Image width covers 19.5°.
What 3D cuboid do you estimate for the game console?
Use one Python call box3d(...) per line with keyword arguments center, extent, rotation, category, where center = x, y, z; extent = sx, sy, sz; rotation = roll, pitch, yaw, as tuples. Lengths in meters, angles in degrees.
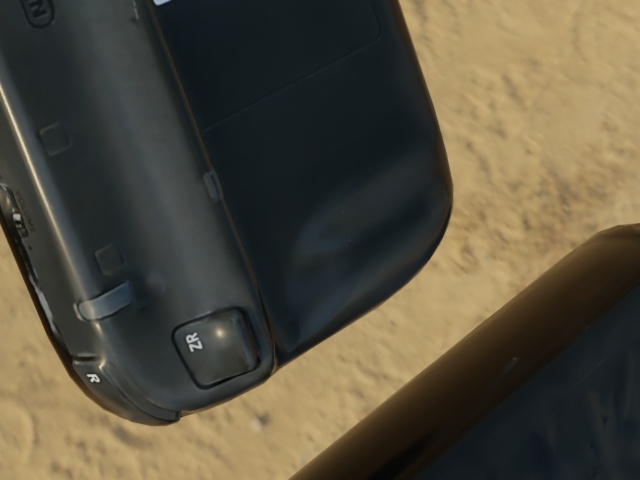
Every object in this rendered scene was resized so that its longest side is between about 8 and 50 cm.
box3d(center=(0.000, 0.000, 0.402), extent=(0.213, 0.044, 0.361), rotation=(-34, 112, -40), category="game console")
